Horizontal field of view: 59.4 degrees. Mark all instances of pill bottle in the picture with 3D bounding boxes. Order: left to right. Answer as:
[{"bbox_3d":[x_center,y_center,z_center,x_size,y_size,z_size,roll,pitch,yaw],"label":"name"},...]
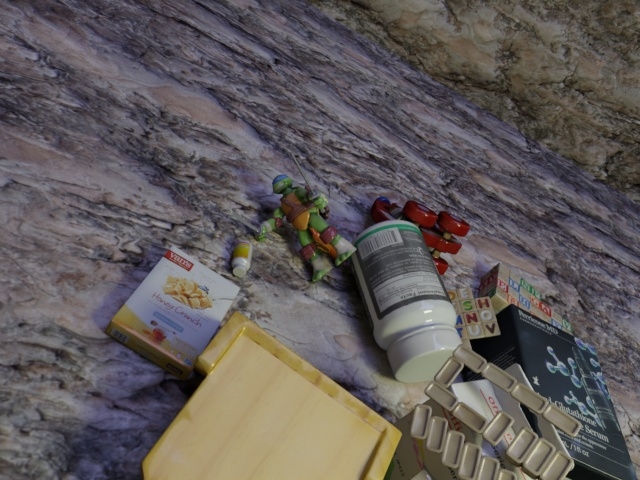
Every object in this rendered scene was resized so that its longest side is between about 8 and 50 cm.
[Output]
[{"bbox_3d":[-0.179,0.042,1.280,0.043,0.043,0.083,24,40,-19],"label":"pill bottle"},{"bbox_3d":[0.206,0.145,1.367,0.204,0.204,0.361,10,47,-32],"label":"pill bottle"}]

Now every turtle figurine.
[{"bbox_3d":[-0.058,-0.032,1.330,0.266,0.198,0.275,52,0,1],"label":"turtle figurine"}]

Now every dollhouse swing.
[{"bbox_3d":[-0.101,0.352,0.959,0.347,0.315,0.305,36,70,-1],"label":"dollhouse swing"}]

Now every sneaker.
[{"bbox_3d":[0.000,0.000,1.471,0.175,0.064,0.067,45,59,13],"label":"sneaker"}]

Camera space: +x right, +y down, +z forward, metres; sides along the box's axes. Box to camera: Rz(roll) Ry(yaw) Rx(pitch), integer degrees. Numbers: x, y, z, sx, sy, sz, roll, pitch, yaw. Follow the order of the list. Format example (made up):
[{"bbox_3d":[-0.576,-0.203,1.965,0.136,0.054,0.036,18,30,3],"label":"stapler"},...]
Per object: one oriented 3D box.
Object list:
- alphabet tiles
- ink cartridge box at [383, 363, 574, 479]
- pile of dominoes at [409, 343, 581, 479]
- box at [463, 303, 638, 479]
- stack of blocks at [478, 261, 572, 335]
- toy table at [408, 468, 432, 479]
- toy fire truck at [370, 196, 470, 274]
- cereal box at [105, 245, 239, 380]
[{"bbox_3d":[0.327,0.208,1.437,0.237,0.009,0.198,-9,46,6],"label":"alphabet tiles"},{"bbox_3d":[0.253,0.395,1.033,0.119,0.353,0.207,5,49,-36],"label":"ink cartridge box"},{"bbox_3d":[0.282,0.318,0.934,0.251,0.040,0.196,33,66,31],"label":"pile of dominoes"},{"bbox_3d":[0.534,0.407,1.370,0.293,0.212,0.395,26,39,-15],"label":"box"},{"bbox_3d":[0.632,0.223,1.733,0.297,0.087,0.171,37,37,-4],"label":"stack of blocks"},{"bbox_3d":[0.117,0.519,0.909,0.274,0.252,0.161,-30,67,-21],"label":"toy table"},{"bbox_3d":[0.271,-0.042,1.668,0.302,0.169,0.254,15,20,-29],"label":"toy fire truck"},{"bbox_3d":[-0.279,0.133,1.103,0.173,0.047,0.240,34,38,-8],"label":"cereal box"}]
